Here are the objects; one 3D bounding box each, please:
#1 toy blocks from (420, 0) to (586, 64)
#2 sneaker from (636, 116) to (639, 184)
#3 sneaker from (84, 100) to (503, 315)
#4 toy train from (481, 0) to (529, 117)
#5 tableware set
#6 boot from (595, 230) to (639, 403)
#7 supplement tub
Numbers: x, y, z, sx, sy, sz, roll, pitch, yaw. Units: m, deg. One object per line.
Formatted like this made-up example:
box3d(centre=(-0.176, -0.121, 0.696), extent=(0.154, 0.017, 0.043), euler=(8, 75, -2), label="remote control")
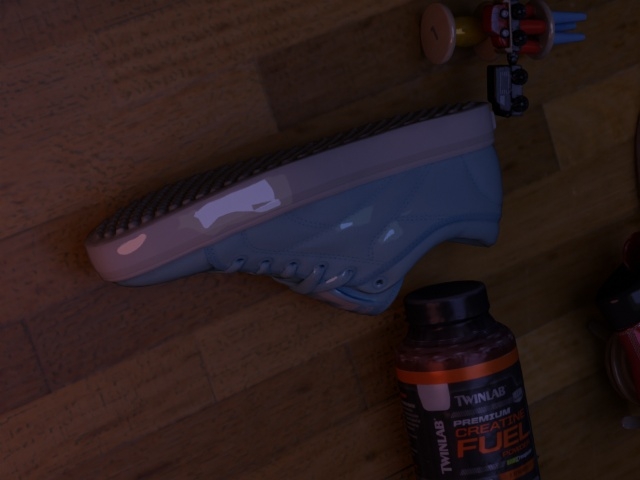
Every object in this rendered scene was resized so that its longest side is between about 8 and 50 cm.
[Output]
box3d(centre=(0.159, -0.215, 1.399), extent=(0.148, 0.054, 0.123), euler=(-6, 97, -26), label="toy blocks")
box3d(centre=(0.368, -0.135, 1.471), extent=(0.108, 0.121, 0.302), euler=(8, 90, -26), label="sneaker")
box3d(centre=(0.000, 0.000, 1.291), extent=(0.366, 0.135, 0.150), euler=(-18, 98, -23), label="sneaker")
box3d(centre=(0.150, -0.180, 1.353), extent=(0.036, 0.027, 0.158), euler=(-4, 97, -16), label="toy train")
box3d(centre=(0.333, 0.113, 1.519), extent=(0.194, 0.039, 0.128), euler=(4, 80, -32), label="tableware set")
box3d(centre=(0.359, 0.049, 1.473), extent=(0.244, 0.088, 0.176), euler=(-28, 96, -29), label="boot")
box3d(centre=(0.120, 0.136, 1.375), extent=(0.106, 0.106, 0.198), euler=(-16, 100, -25), label="supplement tub")
